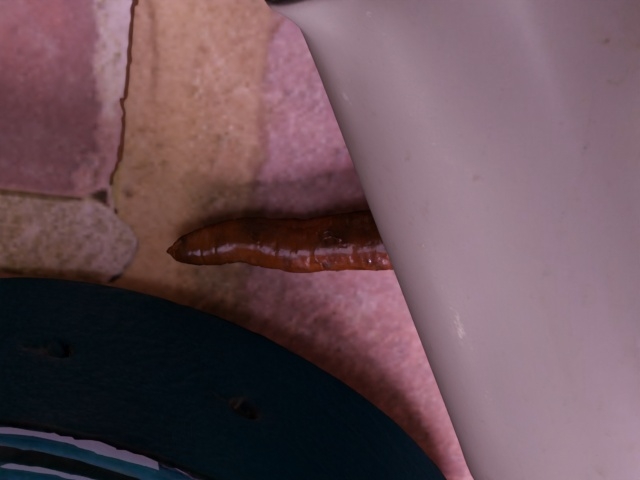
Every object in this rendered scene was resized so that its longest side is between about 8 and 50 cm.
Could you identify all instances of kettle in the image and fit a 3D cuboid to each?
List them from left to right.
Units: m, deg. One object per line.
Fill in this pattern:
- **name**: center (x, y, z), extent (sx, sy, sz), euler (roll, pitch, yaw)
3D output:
- **kettle**: center (0.141, -0.053, 0.868), extent (0.265, 0.205, 0.318), euler (-16, 119, 15)

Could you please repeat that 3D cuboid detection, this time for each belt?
- **belt**: center (-0.109, 0.192, 1.052), extent (0.436, 0.173, 0.300), euler (24, 119, -14)

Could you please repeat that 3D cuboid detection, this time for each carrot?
- **carrot**: center (0.000, 0.001, 1.005), extent (0.165, 0.036, 0.036), euler (-4, 124, 6)
